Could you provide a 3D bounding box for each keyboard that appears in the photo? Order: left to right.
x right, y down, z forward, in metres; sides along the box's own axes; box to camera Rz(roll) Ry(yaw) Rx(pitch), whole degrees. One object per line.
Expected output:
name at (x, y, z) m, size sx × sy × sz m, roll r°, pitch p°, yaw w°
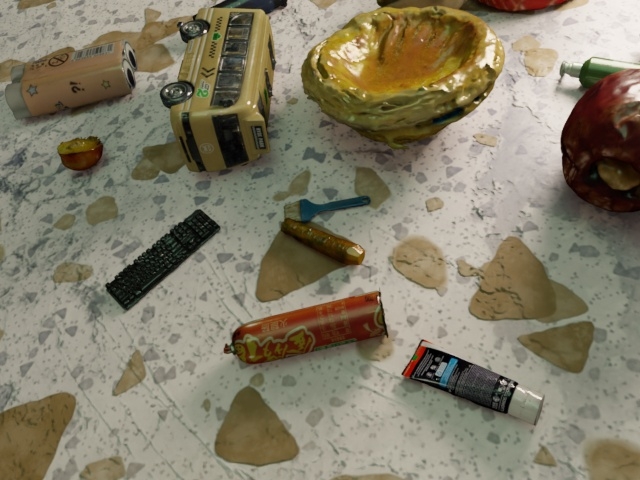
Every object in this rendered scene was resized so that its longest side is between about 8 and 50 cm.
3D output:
keyboard at (-0.291, 0.030, 1.038) m, size 0.072 × 0.023 × 0.231 m, roll 37°, pitch 70°, yaw 28°

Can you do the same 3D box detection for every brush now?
brush at (0.012, -0.062, 1.040) m, size 0.164 × 0.014 × 0.051 m, roll -9°, pitch 56°, yaw 5°

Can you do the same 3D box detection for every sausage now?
sausage at (-0.026, 0.142, 0.875) m, size 0.264 × 0.083 × 0.083 m, roll -14°, pitch 54°, yaw 5°

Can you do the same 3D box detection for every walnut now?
walnut at (0.519, -0.153, 0.888) m, size 0.244 × 0.222 × 0.269 m, roll 38°, pitch 58°, yaw -3°

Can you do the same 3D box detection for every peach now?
peach at (-0.518, -0.186, 1.212) m, size 0.098 × 0.061 × 0.098 m, roll -3°, pitch 33°, yaw 2°

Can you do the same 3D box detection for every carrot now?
carrot at (0.000, 0.000, 0.982) m, size 0.171 × 0.042 × 0.042 m, roll 25°, pitch 65°, yaw 25°

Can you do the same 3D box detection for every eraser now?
eraser at (-0.601, -0.396, 1.360) m, size 0.291 × 0.087 × 0.171 m, roll -12°, pitch 52°, yaw 3°

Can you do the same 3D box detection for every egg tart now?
egg tart at (0.154, -0.315, 1.092) m, size 0.388 × 0.169 × 0.387 m, roll -6°, pitch 51°, yaw 8°

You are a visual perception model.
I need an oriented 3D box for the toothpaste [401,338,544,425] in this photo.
toothpaste at (0.218, 0.201, 0.801) m, size 0.194 × 0.045 × 0.071 m, roll 17°, pitch 53°, yaw 29°

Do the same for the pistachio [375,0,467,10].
pistachio at (0.229, -0.560, 1.266) m, size 0.215 × 0.144 × 0.143 m, roll 1°, pitch 56°, yaw 20°

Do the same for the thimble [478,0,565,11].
thimble at (0.473, -0.706, 1.250) m, size 0.350 × 0.230 × 0.350 m, roll -5°, pitch 56°, yaw 8°

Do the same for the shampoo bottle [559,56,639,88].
shampoo bottle at (0.563, -0.312, 1.065) m, size 0.205 × 0.065 × 0.065 m, roll 19°, pitch 62°, yaw 23°

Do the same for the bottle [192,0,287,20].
bottle at (-0.198, -0.582, 1.399) m, size 0.245 × 0.082 × 0.072 m, roll -28°, pitch 48°, yaw -8°

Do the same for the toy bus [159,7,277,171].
toy bus at (-0.197, -0.321, 1.165) m, size 0.202 × 0.177 × 0.365 m, roll -1°, pitch 55°, yaw 4°
